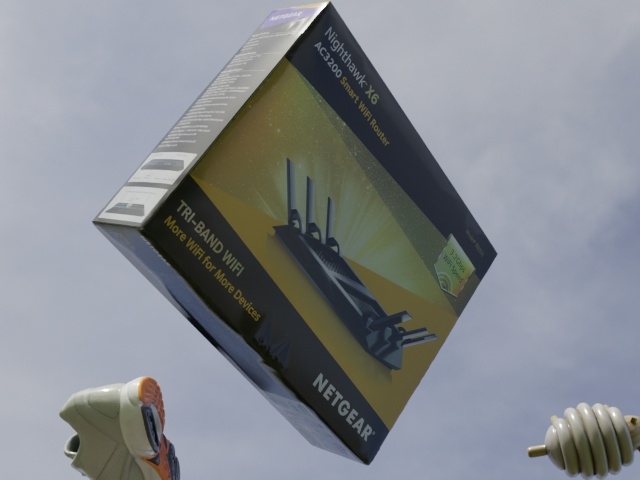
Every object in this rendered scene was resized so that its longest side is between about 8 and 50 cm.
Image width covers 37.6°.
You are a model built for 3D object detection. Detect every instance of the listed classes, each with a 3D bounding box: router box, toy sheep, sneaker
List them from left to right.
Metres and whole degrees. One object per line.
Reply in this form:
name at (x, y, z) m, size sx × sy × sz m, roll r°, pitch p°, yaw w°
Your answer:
sneaker at (-0.244, 0.272, 1.146) m, size 0.121 × 0.099 × 0.263 m, roll -2°, pitch -59°, yaw 3°
router box at (0.000, 0.000, 0.787) m, size 0.081 × 0.243 × 0.309 m, roll 7°, pitch -36°, yaw 49°
toy sheep at (0.289, 0.217, 1.013) m, size 0.132 × 0.091 × 0.091 m, roll -17°, pitch -73°, yaw 5°
